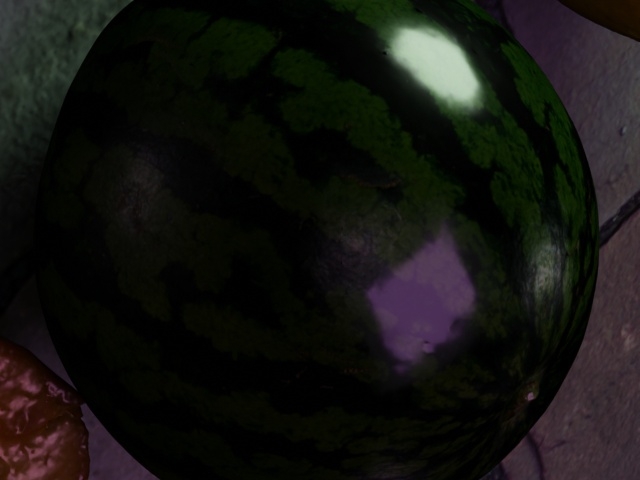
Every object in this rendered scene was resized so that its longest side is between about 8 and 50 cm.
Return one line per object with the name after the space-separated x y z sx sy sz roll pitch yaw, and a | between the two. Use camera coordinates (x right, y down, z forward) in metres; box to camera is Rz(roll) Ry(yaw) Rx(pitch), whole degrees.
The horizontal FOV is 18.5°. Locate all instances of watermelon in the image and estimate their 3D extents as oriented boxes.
0.000 0.000 0.982 0.285 0.285 0.285 -25 128 -36 | watermelon

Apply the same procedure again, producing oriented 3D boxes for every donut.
-0.212 0.114 0.980 0.190 0.075 0.174 16 101 -45 | donut

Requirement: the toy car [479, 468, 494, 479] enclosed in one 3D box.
0.041 0.182 1.298 0.205 0.056 0.095 -55 140 -2 | toy car

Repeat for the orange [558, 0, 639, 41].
0.233 -0.239 1.118 0.279 0.235 0.279 -26 125 -43 | orange
